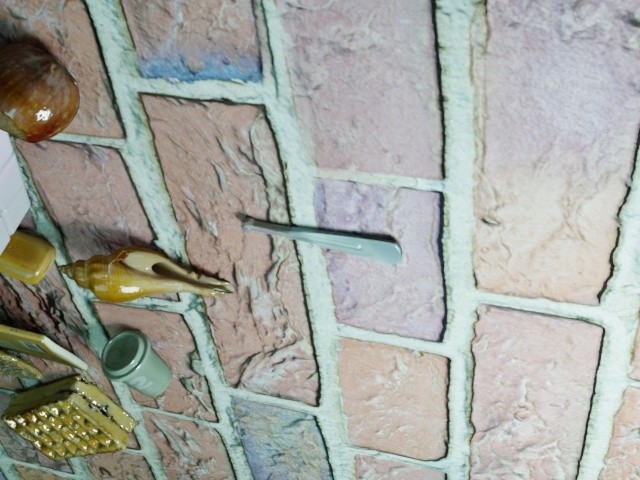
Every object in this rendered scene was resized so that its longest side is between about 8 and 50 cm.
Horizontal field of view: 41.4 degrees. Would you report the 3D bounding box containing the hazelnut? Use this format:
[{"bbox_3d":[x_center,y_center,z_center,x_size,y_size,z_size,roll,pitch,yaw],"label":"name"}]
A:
[{"bbox_3d":[-0.452,-0.231,1.312,0.154,0.143,0.143,47,135,-3],"label":"hazelnut"}]

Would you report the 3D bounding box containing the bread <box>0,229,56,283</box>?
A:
[{"bbox_3d":[-0.641,0.007,1.663,0.239,0.093,0.074,23,158,1],"label":"bread"}]

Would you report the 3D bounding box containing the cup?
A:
[{"bbox_3d":[-0.391,0.270,1.817,0.120,0.120,0.141,-4,144,26],"label":"cup"}]

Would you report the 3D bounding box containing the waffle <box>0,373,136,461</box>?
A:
[{"bbox_3d":[-0.633,0.446,2.111,0.308,0.091,0.213,-19,123,35],"label":"waffle"}]

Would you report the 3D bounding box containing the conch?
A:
[{"bbox_3d":[-0.328,0.067,1.600,0.330,0.109,0.093,6,179,-12],"label":"conch"}]

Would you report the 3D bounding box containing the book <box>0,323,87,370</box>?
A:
[{"bbox_3d":[-0.733,0.206,1.874,0.388,0.032,0.269,13,161,9],"label":"book"}]

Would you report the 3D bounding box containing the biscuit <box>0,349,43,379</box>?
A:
[{"bbox_3d":[-0.758,0.284,1.999,0.219,0.033,0.220,15,157,7],"label":"biscuit"}]

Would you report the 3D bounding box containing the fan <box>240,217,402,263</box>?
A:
[{"bbox_3d":[0.000,0.000,1.436,0.282,0.023,0.057,10,145,13],"label":"fan"}]

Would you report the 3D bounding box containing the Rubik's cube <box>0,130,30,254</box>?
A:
[{"bbox_3d":[-0.716,-0.066,1.406,0.321,0.319,0.316,21,153,3],"label":"Rubik's cube"}]
